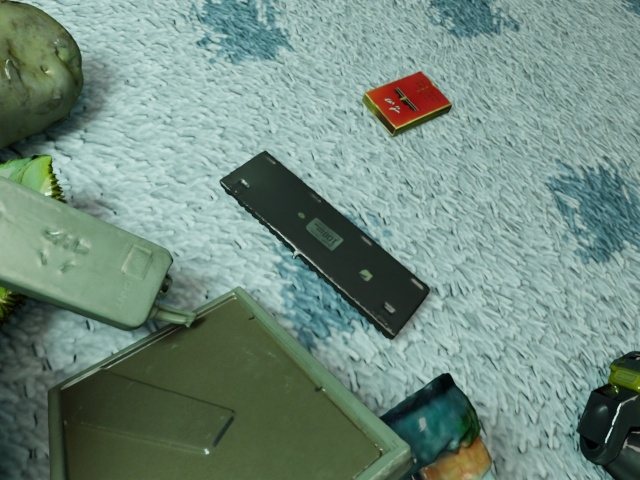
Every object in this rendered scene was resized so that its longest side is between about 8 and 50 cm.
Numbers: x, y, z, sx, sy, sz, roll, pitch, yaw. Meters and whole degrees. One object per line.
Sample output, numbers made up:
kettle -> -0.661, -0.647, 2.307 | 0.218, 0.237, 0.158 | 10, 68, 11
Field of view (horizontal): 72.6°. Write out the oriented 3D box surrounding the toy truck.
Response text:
toy truck -> 0.429, 0.242, 0.503 | 0.224, 0.147, 0.165 | 37, 87, 6

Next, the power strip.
power strip -> -0.255, 0.020, 0.444 | 0.287, 0.053, 0.093 | 27, 60, -23

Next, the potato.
potato -> -0.433, -0.198, 0.552 | 0.165, 0.165, 0.262 | 38, 59, 10

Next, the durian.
durian -> -0.351, 0.018, 0.491 | 0.137, 0.095, 0.221 | -7, 61, 26

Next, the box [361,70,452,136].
box -> 0.149, -0.237, 0.749 | 0.133, 0.023, 0.090 | -26, 69, -22

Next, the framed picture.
framed picture -> -0.113, 0.157, 0.385 | 0.240, 0.021, 0.324 | -29, 29, -23

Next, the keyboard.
keyboard -> 0.000, 0.000, 0.600 | 0.317, 0.027, 0.106 | 42, 60, 11

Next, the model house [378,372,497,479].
model house -> 0.071, 0.305, 0.378 | 0.252, 0.184, 0.292 | -21, 73, -23
